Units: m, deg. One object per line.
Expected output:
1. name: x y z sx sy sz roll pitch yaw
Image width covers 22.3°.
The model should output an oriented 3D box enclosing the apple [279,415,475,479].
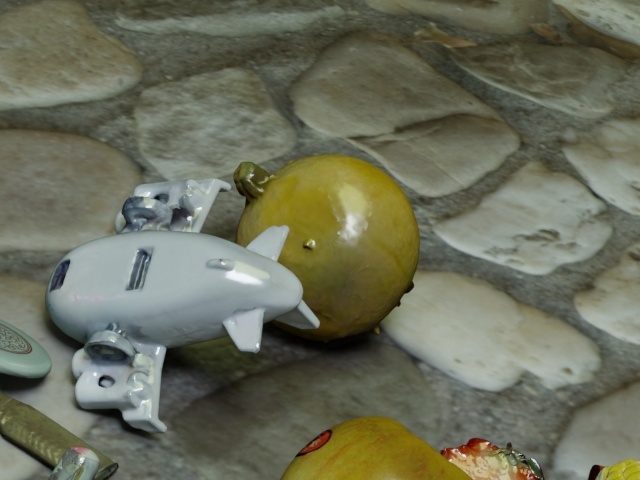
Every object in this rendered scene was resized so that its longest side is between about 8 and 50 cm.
1. apple: 0.050 0.218 1.201 0.182 0.182 0.155 30 71 19

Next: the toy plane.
1. toy plane: -0.125 0.049 1.391 0.245 0.117 0.244 -15 54 21

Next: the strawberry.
1. strawberry: 0.126 0.223 1.343 0.104 0.048 0.152 35 52 14

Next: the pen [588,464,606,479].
1. pen: 0.354 0.232 1.433 0.239 0.028 0.028 12 35 -5

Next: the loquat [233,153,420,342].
1. loquat: 0.000 0.000 1.482 0.204 0.172 0.149 40 22 -9

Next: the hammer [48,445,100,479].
1. hammer: -0.172 0.198 1.269 0.083 0.052 0.031 31 -7 -10

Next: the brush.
1. brush: -0.273 0.126 1.327 0.248 0.036 0.043 30 47 18

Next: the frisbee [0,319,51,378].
1. frisbee: -0.276 0.084 1.361 0.110 0.014 0.110 26 9 -4

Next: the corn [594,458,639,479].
1. corn: 0.270 0.298 1.245 0.123 0.122 0.305 50 25 -29
